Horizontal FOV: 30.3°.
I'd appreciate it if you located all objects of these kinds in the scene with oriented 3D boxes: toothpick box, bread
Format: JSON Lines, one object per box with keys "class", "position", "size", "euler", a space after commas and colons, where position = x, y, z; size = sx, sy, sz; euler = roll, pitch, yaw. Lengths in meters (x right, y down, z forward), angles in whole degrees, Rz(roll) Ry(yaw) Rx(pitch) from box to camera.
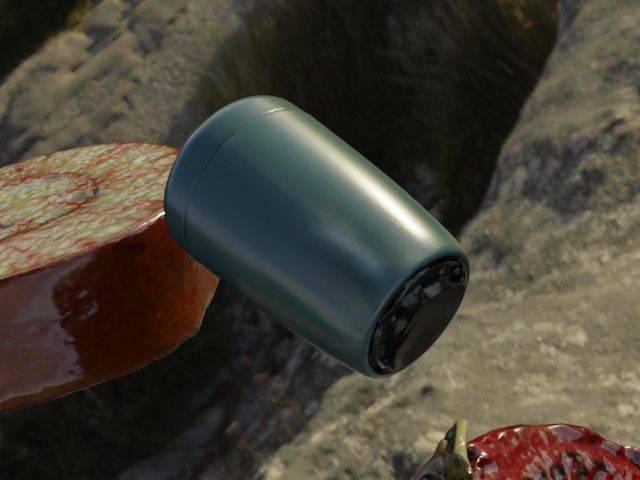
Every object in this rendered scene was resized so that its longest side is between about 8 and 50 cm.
{"class": "toothpick box", "position": [0.000, 0.000, 0.740], "size": [0.184, 0.120, 0.120], "euler": [38, 78, 30]}
{"class": "bread", "position": [-0.223, 0.023, 0.947], "size": [0.295, 0.114, 0.327], "euler": [-11, 21, 11]}

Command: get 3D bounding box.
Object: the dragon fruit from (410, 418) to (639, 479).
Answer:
{"class": "dragon fruit", "position": [0.117, 0.221, 0.678], "size": [0.152, 0.317, 0.205], "euler": [-45, 45, 42]}
